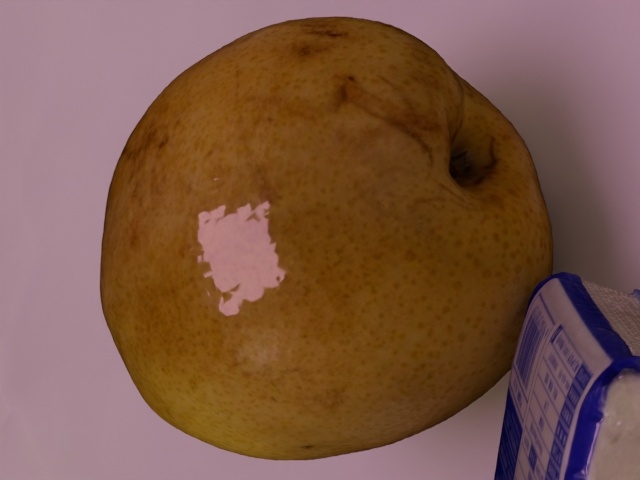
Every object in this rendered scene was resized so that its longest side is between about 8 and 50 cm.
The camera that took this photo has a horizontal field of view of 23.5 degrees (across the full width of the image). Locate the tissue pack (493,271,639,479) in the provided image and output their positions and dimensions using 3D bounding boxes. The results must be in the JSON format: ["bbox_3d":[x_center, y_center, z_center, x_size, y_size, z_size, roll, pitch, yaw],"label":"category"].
[{"bbox_3d":[0.172,0.142,0.833,0.269,0.137,0.209,-77,-6,-82],"label":"tissue pack"}]

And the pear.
[{"bbox_3d":[0.000,0.000,1.048,0.314,0.314,0.314,-11,76,54],"label":"pear"}]
